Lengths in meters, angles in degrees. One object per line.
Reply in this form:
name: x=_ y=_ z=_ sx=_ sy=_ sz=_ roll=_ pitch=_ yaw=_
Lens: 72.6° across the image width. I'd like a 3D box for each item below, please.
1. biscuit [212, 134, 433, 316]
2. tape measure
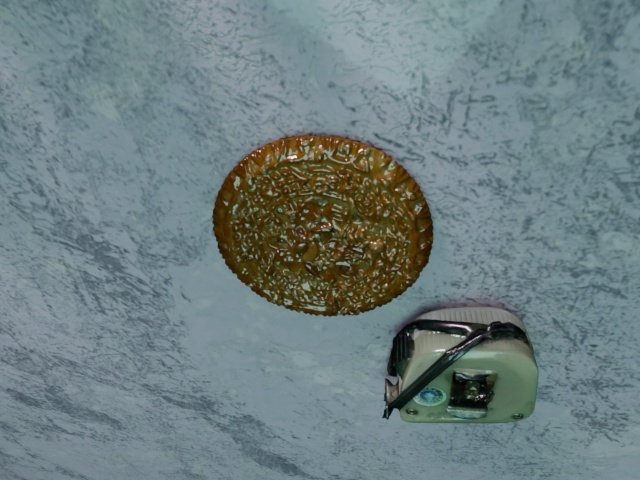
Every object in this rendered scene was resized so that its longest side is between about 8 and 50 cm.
biscuit: x=0.000 y=0.000 z=0.590 sx=0.305 sy=0.038 sz=0.305 roll=5 pitch=127 yaw=6
tape measure: x=0.198 y=0.197 z=0.663 sx=0.235 sy=0.115 sz=0.207 roll=-5 pitch=128 yaw=13
